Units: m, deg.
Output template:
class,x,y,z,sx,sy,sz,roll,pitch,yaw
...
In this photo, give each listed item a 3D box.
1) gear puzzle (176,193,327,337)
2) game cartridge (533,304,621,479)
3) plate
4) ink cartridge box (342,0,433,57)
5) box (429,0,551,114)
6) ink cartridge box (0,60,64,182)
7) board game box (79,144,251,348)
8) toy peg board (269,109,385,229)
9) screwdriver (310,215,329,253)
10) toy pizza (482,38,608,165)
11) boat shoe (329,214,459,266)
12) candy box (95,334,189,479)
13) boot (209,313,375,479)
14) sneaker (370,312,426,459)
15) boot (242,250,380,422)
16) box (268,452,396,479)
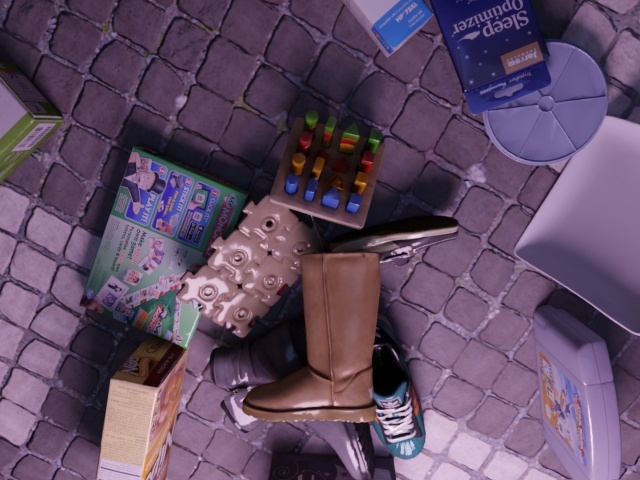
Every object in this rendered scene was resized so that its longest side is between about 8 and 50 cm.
class,x,y,z,sx,sy,sz,roll,pitch,yaw
gear puzzle,-0.092,0.006,0.922,0.339,0.044,0.175,-48,122,4
game cartridge,0.438,0.280,0.903,0.062,0.198,0.297,-9,102,5
plate,0.466,-0.035,0.804,0.045,0.277,0.277,20,105,-27
ink cartridge box,0.061,-0.395,0.789,0.078,0.134,0.231,-39,99,12
box,0.265,-0.327,0.824,0.137,0.036,0.225,-21,93,11
ink cartridge box,-0.601,-0.242,0.879,0.189,0.097,0.255,-38,97,11
board game box,-0.283,0.016,0.951,0.214,0.046,0.317,23,103,-4
toy peg board,0.017,-0.123,0.849,0.161,0.079,0.160,17,71,-1
screwdriver,0.000,0.000,0.921,0.024,0.025,0.169,-28,119,-11
toy pizza,0.368,-0.226,0.869,0.202,0.032,0.201,1,105,3
boat shoe,0.130,0.009,0.917,0.224,0.080,0.073,-10,108,10
candy box,-0.329,0.356,0.965,0.088,0.183,0.316,13,104,1
boot,-0.051,0.318,0.990,0.223,0.118,0.338,-26,90,11
sneaker,0.122,0.287,0.958,0.108,0.121,0.302,-18,102,7
boot,-0.016,0.155,0.874,0.236,0.089,0.269,-2,88,6
box,0.021,0.513,0.996,0.248,0.163,0.142,1,105,2
